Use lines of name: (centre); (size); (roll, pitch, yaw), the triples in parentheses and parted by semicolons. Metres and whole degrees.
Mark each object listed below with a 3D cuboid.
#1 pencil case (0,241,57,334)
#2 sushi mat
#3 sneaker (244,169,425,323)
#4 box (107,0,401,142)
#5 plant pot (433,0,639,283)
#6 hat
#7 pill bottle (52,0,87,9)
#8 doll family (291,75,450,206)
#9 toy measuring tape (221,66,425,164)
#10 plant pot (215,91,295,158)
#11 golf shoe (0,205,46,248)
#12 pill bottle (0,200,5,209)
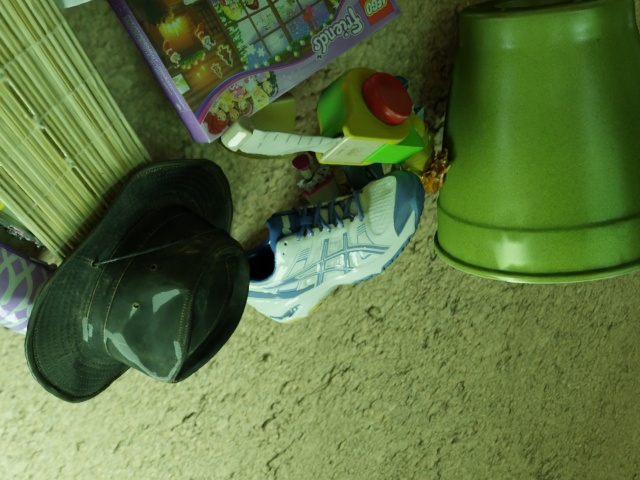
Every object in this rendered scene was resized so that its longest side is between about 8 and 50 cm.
pencil case: (-0.361, 0.025, 0.845); (0.088, 0.086, 0.206); (-48, 135, 2)
sushi mat: (-0.259, -0.110, 0.748); (0.151, 0.019, 0.316); (-48, 152, -16)
sneaker: (0.000, 0.000, 1.059); (0.296, 0.112, 0.131); (-40, 127, 22)
box: (-0.069, -0.271, 0.909); (0.293, 0.057, 0.201); (-38, 112, -19)
plant pot: (0.333, -0.173, 1.175); (0.366, 0.366, 0.353); (-21, 113, -31)
hat: (-0.170, 0.072, 0.948); (0.331, 0.134, 0.331); (-47, 156, -29)
pill bottle: (-0.260, -0.349, 0.672); (0.160, 0.160, 0.283); (-34, 134, -22)
doll family: (0.092, -0.094, 1.141); (0.263, 0.118, 0.163); (-40, 130, -14)
toy measuring tape: (0.009, -0.154, 0.961); (0.330, 0.121, 0.121); (-3, 114, -45)
plant pot: (-0.087, -0.145, 0.995); (0.083, 0.081, 0.081); (-11, 120, -27)
golf shoe: (-0.278, -0.029, 0.906); (0.186, 0.067, 0.086); (17, 96, -54)
pill bottle: (-0.307, -0.117, 0.802); (0.184, 0.103, 0.103); (-49, 135, -8)
